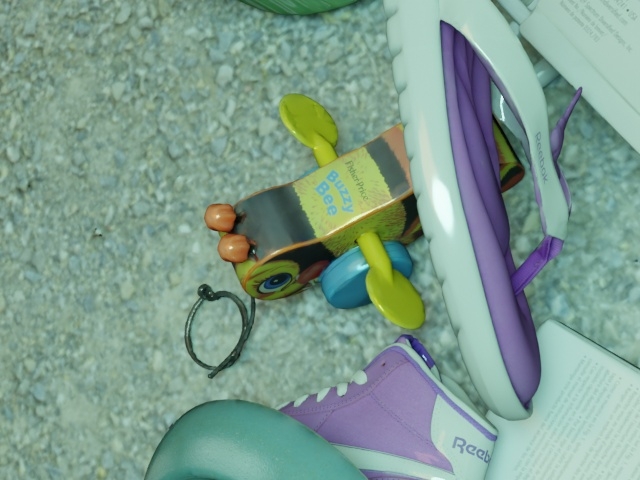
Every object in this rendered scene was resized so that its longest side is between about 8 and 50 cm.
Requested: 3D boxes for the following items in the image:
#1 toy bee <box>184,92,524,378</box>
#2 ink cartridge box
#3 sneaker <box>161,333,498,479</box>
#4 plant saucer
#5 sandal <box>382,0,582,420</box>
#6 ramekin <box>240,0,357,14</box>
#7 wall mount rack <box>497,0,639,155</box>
[{"bbox_3d":[0.000,0.000,0.985,0.195,0.162,0.298,41,96,27],"label":"toy bee"},{"bbox_3d":[0.181,0.227,0.898,0.239,0.060,0.275,33,93,28],"label":"ink cartridge box"},{"bbox_3d":[0.010,0.137,0.972,0.282,0.102,0.161,13,73,44],"label":"sneaker"},{"bbox_3d":[-0.030,0.260,0.901,0.318,0.044,0.317,23,122,42],"label":"plant saucer"},{"bbox_3d":[0.110,-0.097,0.857,0.102,0.169,0.416,-11,83,17],"label":"sandal"},{"bbox_3d":[-0.023,-0.327,1.070,0.303,0.148,0.303,-9,71,28],"label":"ramekin"},{"bbox_3d":[0.283,-0.145,0.907,0.304,0.130,0.350,-44,63,14],"label":"wall mount rack"}]
